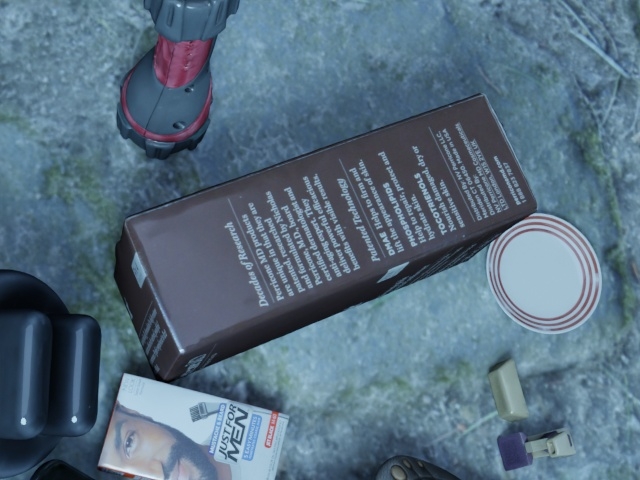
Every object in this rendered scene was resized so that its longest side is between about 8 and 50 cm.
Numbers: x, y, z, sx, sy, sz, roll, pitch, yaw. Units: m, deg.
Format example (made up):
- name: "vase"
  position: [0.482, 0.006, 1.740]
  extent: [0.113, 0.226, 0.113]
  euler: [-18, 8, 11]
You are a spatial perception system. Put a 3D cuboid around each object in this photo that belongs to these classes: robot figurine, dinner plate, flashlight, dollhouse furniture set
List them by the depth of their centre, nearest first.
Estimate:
- name: "robot figurine"
  position: [-0.316, 0.107, 0.841]
  extent: [0.209, 0.278, 0.174]
  euler: [64, 36, -36]
- name: "flashlight"
  position: [-0.137, -0.174, 0.944]
  extent: [0.103, 0.304, 0.103]
  euler: [-18, 80, -17]
- name: "dollhouse furniture set"
  position: [0.239, 0.175, 1.064]
  extent: [0.081, 0.091, 0.114]
  euler: [-4, 71, -31]
- name: "dinner plate"
  position: [0.251, 0.038, 1.135]
  extent: [0.141, 0.017, 0.141]
  euler: [4, 73, -14]

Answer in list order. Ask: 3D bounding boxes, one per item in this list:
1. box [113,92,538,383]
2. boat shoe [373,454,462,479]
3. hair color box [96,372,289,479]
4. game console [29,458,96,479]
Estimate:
- name: "box"
  position: [0.000, 0.000, 0.989]
  extent: [0.381, 0.191, 0.143]
  euler: [-20, 79, -19]
- name: "boat shoe"
  position: [0.171, 0.322, 0.989]
  extent: [0.324, 0.123, 0.116]
  euler: [27, 102, -14]
- name: "hair color box"
  position: [-0.123, 0.196, 0.971]
  extent: [0.167, 0.053, 0.093]
  euler: [15, 71, -8]
- name: "game console"
  position: [-0.184, 0.370, 0.839]
  extent: [0.250, 0.173, 0.293]
  euler: [26, 70, -5]
